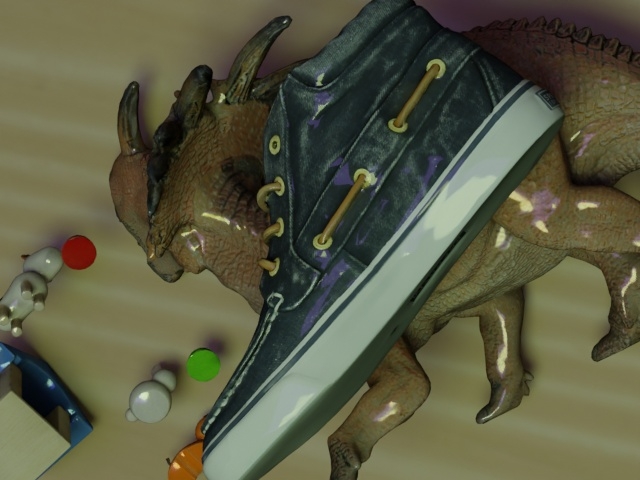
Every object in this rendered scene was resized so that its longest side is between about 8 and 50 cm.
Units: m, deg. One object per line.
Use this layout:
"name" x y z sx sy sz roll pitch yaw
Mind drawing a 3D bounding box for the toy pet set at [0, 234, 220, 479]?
"toy pet set" -0.107 0.063 0.876 0.114 0.065 0.122 -42 108 6

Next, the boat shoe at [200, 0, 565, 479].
"boat shoe" 0.000 0.000 0.691 0.083 0.065 0.183 39 92 11

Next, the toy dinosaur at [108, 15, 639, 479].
"toy dinosaur" 0.041 -0.026 0.771 0.295 0.127 0.200 -29 83 16
